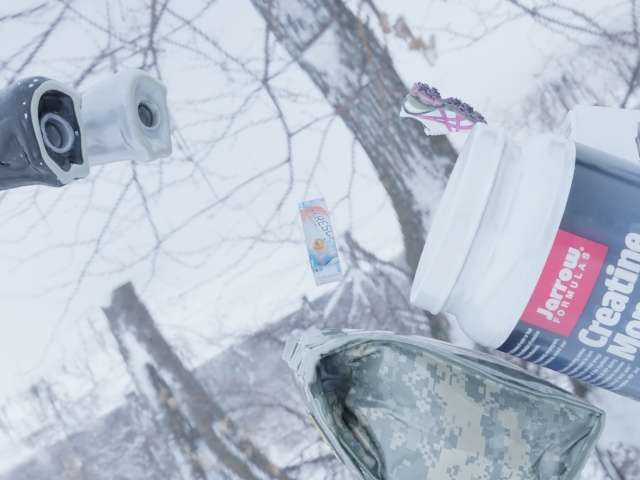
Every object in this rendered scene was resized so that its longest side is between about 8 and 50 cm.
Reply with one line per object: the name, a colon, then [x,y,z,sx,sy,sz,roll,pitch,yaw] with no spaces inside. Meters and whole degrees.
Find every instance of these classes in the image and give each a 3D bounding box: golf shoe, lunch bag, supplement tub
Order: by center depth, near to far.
supplement tub: [0.232,0.023,0.769,0.191,0.272,0.191,20,90,-87]
lunch bag: [0.096,0.177,0.912,0.235,0.287,0.169,159,-48,-84]
golf shoe: [0.244,-0.242,1.783,0.086,0.186,0.067,-59,-162,29]

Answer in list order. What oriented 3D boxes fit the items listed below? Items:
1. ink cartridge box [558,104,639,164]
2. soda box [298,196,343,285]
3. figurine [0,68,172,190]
ink cartridge box: [0.501,-0.075,1.351,0.306,0.131,0.226,4,149,0]
soda box: [0.000,0.000,1.812,0.058,0.183,0.063,-14,139,2]
figurine: [-0.274,-0.092,0.843,0.209,0.092,0.215,-10,-171,26]
